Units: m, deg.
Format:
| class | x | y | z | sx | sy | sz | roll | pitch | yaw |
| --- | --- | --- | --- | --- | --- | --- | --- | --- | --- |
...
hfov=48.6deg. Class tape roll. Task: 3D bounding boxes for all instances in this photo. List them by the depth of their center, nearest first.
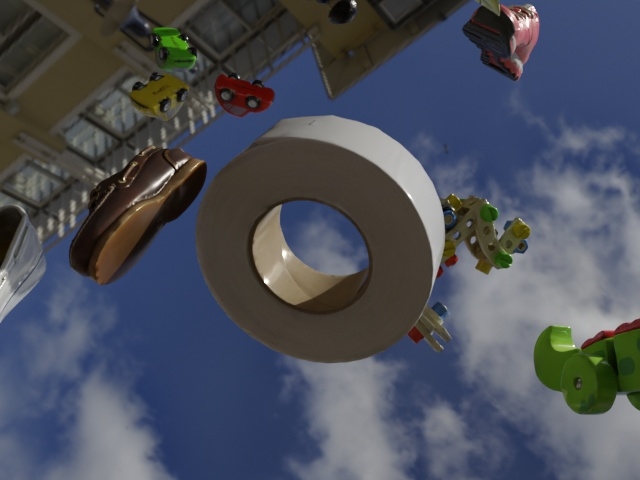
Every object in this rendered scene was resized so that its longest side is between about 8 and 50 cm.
| class | x | y | z | sx | sy | sz | roll | pitch | yaw |
| --- | --- | --- | --- | --- | --- | --- | --- | --- | --- |
| tape roll | 0.000 | 0.000 | 0.839 | 0.286 | 0.286 | 0.100 | -26 | -166 | 27 |

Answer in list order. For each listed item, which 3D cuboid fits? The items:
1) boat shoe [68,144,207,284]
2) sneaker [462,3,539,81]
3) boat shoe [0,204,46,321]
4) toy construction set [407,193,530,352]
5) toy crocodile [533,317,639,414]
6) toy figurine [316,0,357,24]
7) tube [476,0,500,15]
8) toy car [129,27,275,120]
| class | x | y | z | sx | sy | sz | roll | pitch | yaw |
| --- | --- | --- | --- | --- | --- | --- | --- | --- | --- |
| boat shoe | -0.187 | -0.032 | 0.691 | 0.207 | 0.073 | 0.073 | -59 | 170 | -57 |
| sneaker | 0.385 | -0.443 | 1.464 | 0.116 | 0.314 | 0.136 | 35 | -82 | 19 |
| boat shoe | -0.492 | 0.066 | 0.963 | 0.136 | 0.156 | 0.367 | 8 | -144 | 8 |
| toy construction set | 0.242 | 0.042 | 1.337 | 0.328 | 0.215 | 0.151 | -47 | -159 | -19 |
| toy crocodile | 0.342 | 0.118 | 0.709 | 0.340 | 0.115 | 0.105 | 138 | -48 | -67 |
| toy figurine | 0.043 | -0.511 | 1.263 | 0.213 | 0.209 | 0.148 | -36 | -103 | 14 |
| tube | 0.241 | -0.464 | 1.105 | 0.062 | 0.240 | 0.070 | -2 | -123 | 16 |
| toy car | -0.218 | -0.268 | 1.153 | 0.225 | 0.239 | 0.053 | 57 | -39 | 34 |
